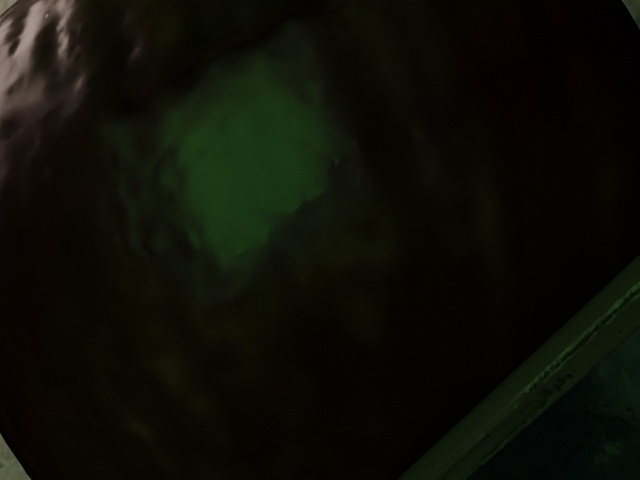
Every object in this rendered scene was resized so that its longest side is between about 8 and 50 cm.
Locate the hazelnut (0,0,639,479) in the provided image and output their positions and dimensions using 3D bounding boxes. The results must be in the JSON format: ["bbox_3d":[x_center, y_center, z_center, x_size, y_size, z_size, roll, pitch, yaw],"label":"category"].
[{"bbox_3d":[0.000,0.000,0.803,0.421,0.353,0.421,0,89,-11],"label":"hazelnut"}]

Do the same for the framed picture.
[{"bbox_3d":[0.195,0.145,0.733,0.247,0.335,0.022,-45,36,16],"label":"framed picture"}]
